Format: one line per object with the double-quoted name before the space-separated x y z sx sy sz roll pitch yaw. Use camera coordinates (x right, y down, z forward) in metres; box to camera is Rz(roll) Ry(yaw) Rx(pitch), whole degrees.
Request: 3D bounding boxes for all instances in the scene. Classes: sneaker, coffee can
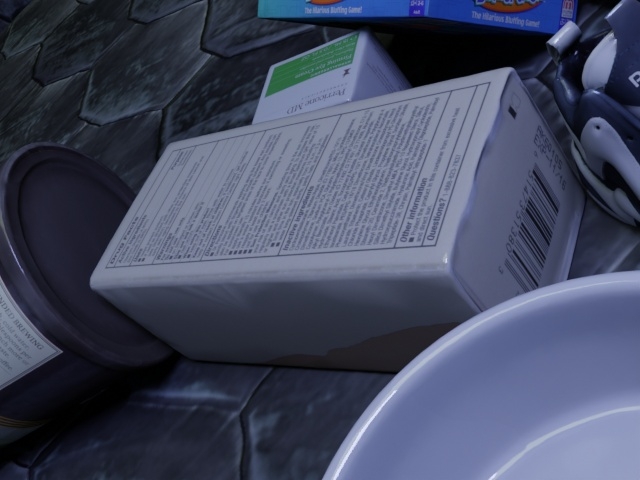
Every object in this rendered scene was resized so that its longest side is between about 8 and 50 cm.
"sneaker" 0.193 -0.048 0.381 0.094 0.153 0.235 -42 36 7
"coffee can" -0.283 0.072 0.679 0.275 0.201 0.201 -30 39 19

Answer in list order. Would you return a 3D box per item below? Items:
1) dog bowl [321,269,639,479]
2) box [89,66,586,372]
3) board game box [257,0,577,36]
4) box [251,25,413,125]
"dog bowl" 0.119 0.148 0.303 0.265 0.104 0.265 -26 40 24
"box" 0.000 0.000 0.545 0.311 0.121 0.148 -3 52 42
"board game box" 0.072 -0.194 0.643 0.210 0.160 0.047 19 109 50
"box" 0.016 -0.095 0.639 0.101 0.102 0.087 -14 48 33
